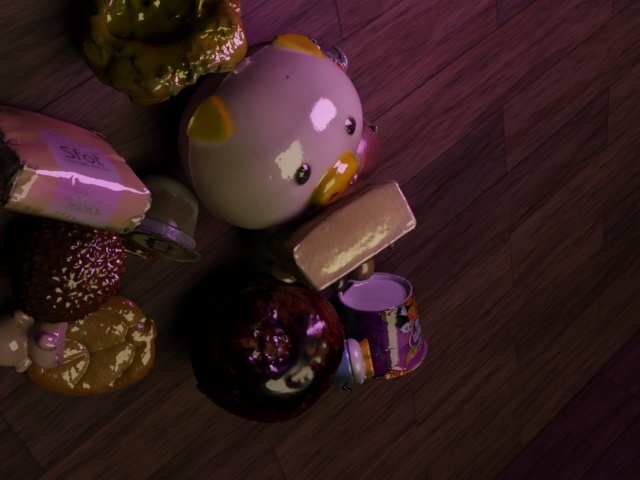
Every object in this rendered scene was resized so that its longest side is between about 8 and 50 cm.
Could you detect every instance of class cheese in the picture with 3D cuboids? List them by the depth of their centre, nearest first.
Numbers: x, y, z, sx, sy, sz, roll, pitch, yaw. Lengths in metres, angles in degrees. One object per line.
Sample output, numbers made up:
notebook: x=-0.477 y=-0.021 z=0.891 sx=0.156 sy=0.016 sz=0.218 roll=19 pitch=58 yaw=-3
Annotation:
cheese: x=0.036 y=-0.017 z=1.804 sx=0.242 sy=0.265 sz=0.124 roll=-30 pitch=100 yaw=-9

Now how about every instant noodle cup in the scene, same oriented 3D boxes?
instant noodle cup: x=0.146 y=0.209 z=2.380 sx=0.251 sy=0.251 sz=0.190 roll=-27 pitch=124 yaw=-33

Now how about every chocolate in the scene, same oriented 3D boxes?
chocolate: x=-0.313 y=-0.052 z=1.758 sx=0.221 sy=0.221 sz=0.147 roll=33 pitch=61 yaw=-53

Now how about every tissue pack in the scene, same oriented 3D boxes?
tissue pack: x=-0.436 y=-0.114 z=1.523 sx=0.257 sy=0.215 sz=0.123 roll=11 pitch=117 yaw=-50

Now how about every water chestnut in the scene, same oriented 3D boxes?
water chestnut: x=-0.128 y=0.241 z=2.033 sx=0.350 sy=0.350 sz=0.302 roll=-37 pitch=166 yaw=-24

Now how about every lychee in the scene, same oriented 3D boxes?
lychee: x=-0.459 y=0.049 z=1.629 sx=0.238 sy=0.200 sz=0.200 roll=-9 pitch=125 yaw=-21

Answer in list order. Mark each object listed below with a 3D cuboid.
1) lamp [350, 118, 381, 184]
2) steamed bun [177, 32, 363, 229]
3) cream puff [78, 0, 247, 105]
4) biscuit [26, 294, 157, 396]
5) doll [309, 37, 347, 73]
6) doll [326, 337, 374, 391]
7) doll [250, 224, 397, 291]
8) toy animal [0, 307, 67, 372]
lamp: x=0.060 y=-0.170 z=2.035 sx=0.215 sy=0.151 sz=0.223 roll=33 pitch=66 yaw=-13
steamed bun: x=-0.093 y=-0.200 z=1.755 sx=0.374 sy=0.334 sz=0.334 roll=-49 pitch=143 yaw=-25
cream puff: x=-0.258 y=-0.351 z=1.498 sx=0.282 sy=0.282 sz=0.185 roll=-36 pitch=145 yaw=-26
biscuit: x=-0.446 y=0.215 z=1.813 sx=0.260 sy=0.041 sz=0.203 roll=-19 pitch=112 yaw=-16
doll: x=0.016 y=-0.332 z=1.945 sx=0.062 sy=0.104 sz=0.194 roll=-63 pitch=134 yaw=-68
doll: x=-0.030 y=0.313 z=2.272 sx=0.314 sy=0.141 sz=0.177 roll=-10 pitch=105 yaw=1
doll: x=0.000 y=0.000 z=2.048 sx=0.330 sy=0.235 sz=0.174 roll=0 pitch=148 yaw=-35
toy animal: x=-0.571 y=0.176 z=1.677 sx=0.212 sy=0.124 sz=0.124 roll=4 pitch=118 yaw=-12
